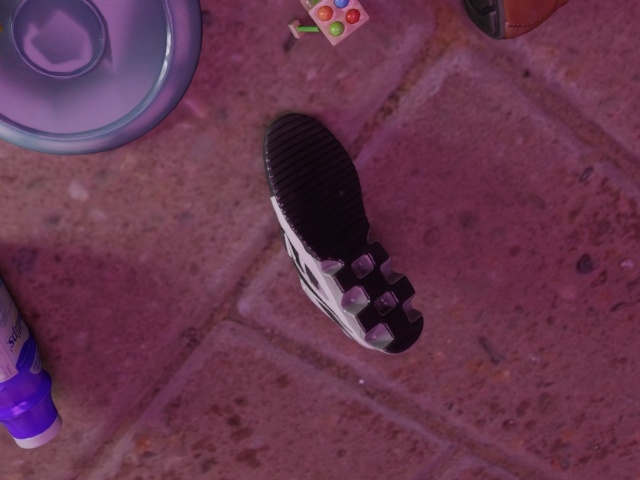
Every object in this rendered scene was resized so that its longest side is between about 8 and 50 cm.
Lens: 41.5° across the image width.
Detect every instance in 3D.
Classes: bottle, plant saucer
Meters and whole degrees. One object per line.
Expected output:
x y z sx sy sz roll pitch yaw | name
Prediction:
-0.417 0.145 1.084 0.092 0.118 0.282 -18 120 -2 | bottle
-0.291 -0.235 0.942 0.318 0.043 0.317 -5 119 -9 | plant saucer

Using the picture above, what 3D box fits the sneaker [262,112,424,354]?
0.000 0.000 1.093 0.122 0.146 0.330 -29 99 -26 | sneaker

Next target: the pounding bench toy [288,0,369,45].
0.004 -0.257 0.976 0.083 0.065 0.052 -37 120 10 | pounding bench toy

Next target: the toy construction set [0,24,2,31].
-0.446 -0.213 0.816 0.328 0.151 0.215 -19 149 30 | toy construction set

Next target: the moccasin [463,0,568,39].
0.206 -0.399 0.891 0.147 0.139 0.380 -28 125 -6 | moccasin
